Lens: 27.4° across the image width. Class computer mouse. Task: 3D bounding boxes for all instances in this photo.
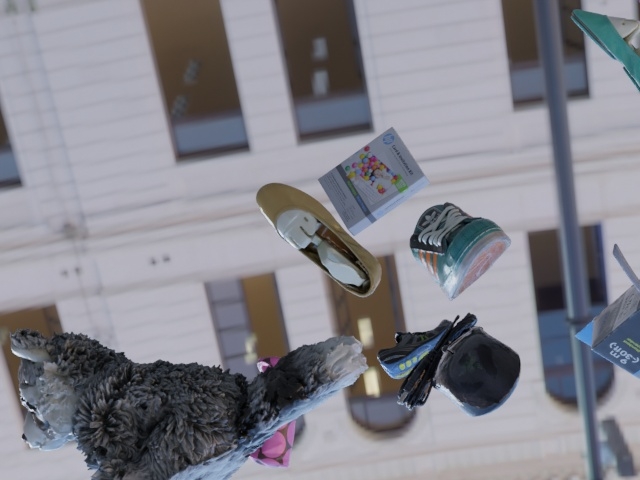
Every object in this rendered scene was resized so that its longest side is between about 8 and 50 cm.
[{"bbox_3d":[0.208,0.190,1.993,0.188,0.072,0.272,-53,-162,-7],"label":"computer mouse"}]

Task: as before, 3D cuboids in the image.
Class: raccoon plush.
[{"bbox_3d":[-0.193,0.172,1.751,0.446,0.216,0.299,-30,-109,-9],"label":"raccoon plush"}]

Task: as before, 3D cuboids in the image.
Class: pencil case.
[{"bbox_3d":[-0.093,0.330,2.523,0.098,0.209,0.095,-2,163,34],"label":"pencil case"}]

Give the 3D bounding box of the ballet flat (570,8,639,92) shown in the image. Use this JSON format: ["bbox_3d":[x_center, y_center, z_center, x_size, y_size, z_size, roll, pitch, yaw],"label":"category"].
[{"bbox_3d":[0.550,-0.334,2.307,0.087,0.247,0.083,-43,171,20],"label":"ballet flat"}]

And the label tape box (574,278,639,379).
[{"bbox_3d":[0.572,0.176,2.095,0.240,0.334,0.106,32,-127,-2],"label":"label tape box"}]

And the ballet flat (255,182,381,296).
[{"bbox_3d":[0.000,0.000,1.954,0.080,0.232,0.073,-47,-166,25],"label":"ballet flat"}]

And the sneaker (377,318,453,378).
[{"bbox_3d":[0.184,0.192,2.501,0.188,0.067,0.078,-28,-121,-34],"label":"sneaker"}]

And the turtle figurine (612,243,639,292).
[{"bbox_3d":[0.526,0.127,1.821,0.274,0.266,0.198,4,-173,7],"label":"turtle figurine"}]

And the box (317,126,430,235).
[{"bbox_3d":[0.105,-0.118,2.616,0.186,0.038,0.145,-34,-123,7],"label":"box"}]

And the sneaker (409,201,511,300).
[{"bbox_3d":[0.177,0.006,1.811,0.108,0.121,0.302,-40,173,-7],"label":"sneaker"}]
